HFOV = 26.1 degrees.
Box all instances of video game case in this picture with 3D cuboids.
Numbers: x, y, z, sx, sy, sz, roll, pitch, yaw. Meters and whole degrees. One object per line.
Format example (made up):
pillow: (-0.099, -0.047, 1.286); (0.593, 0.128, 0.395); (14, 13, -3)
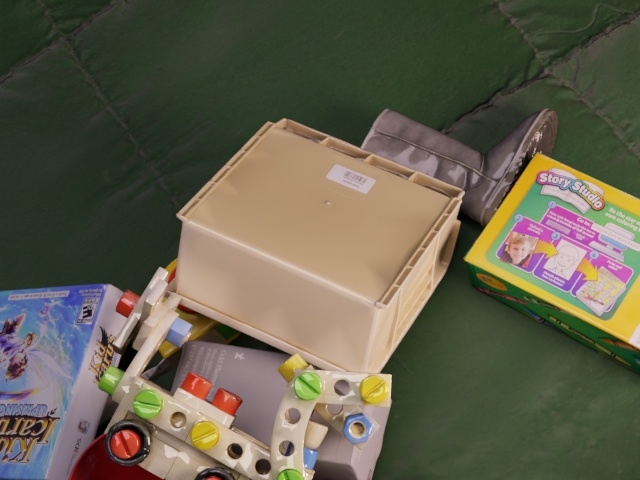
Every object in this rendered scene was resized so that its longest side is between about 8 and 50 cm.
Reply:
video game case: (-0.365, 0.177, 1.660); (0.269, 0.061, 0.244); (-5, 60, 37)

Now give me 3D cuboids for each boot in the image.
boot: (0.168, -0.117, 1.726); (0.208, 0.076, 0.190); (25, 70, 32)

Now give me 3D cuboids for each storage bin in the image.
storage bin: (0.000, 0.000, 1.601); (0.262, 0.123, 0.260); (23, 41, 15)

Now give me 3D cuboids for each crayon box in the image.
crayon box: (0.326, 0.032, 1.592); (0.278, 0.081, 0.165); (28, 73, 26)

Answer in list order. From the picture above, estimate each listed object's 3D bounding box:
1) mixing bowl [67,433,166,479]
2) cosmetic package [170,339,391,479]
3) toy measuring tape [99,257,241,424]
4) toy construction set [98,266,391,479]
mixing bowl: (-0.186, 0.300, 1.526); (0.181, 0.098, 0.181); (1, 54, -2)
cosmetic package: (-0.049, 0.202, 1.592); (0.238, 0.107, 0.127); (4, 61, 20)
toy measuring tape: (-0.192, 0.104, 1.677); (0.330, 0.121, 0.121); (-35, 60, -2)
toy construction set: (-0.104, 0.165, 1.462); (0.327, 0.151, 0.215); (28, 88, 18)
